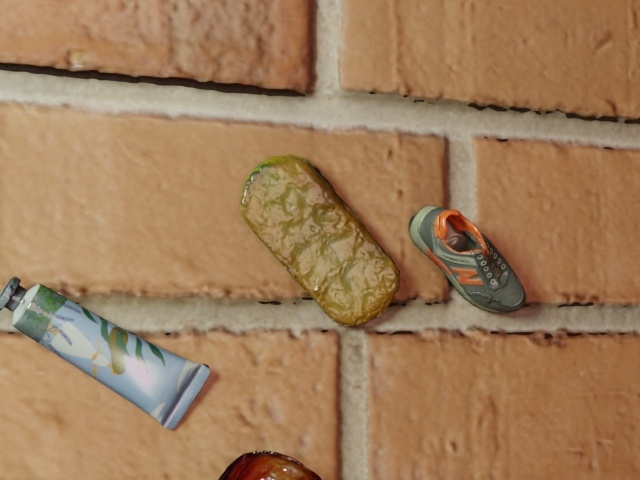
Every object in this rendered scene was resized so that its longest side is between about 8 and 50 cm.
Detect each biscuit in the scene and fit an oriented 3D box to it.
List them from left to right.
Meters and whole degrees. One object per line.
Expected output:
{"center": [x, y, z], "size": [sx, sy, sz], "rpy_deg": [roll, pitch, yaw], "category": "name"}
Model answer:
{"center": [0.000, 0.000, 1.187], "size": [0.118, 0.029, 0.247], "rpy_deg": [-42, 100, -11], "category": "biscuit"}

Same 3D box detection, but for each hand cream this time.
{"center": [-0.250, 0.122, 1.081], "size": [0.256, 0.055, 0.088], "rpy_deg": [35, 80, -21], "category": "hand cream"}

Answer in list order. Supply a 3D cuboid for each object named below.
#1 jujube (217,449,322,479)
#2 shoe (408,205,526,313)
{"center": [-0.087, 0.381, 1.041], "size": [0.197, 0.197, 0.290], "rpy_deg": [32, 61, -15], "category": "jujube"}
{"center": [0.203, 0.028, 1.230], "size": [0.194, 0.077, 0.074], "rpy_deg": [42, 73, -12], "category": "shoe"}
